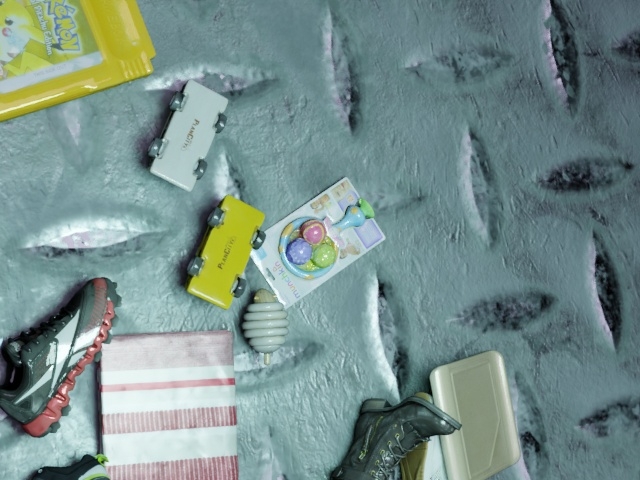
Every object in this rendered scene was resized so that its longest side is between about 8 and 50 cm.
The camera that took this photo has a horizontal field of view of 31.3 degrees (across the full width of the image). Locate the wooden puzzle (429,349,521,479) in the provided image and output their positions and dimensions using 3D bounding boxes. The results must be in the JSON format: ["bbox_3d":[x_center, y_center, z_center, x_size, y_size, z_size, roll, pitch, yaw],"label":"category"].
[{"bbox_3d":[0.279,0.324,2.083,0.238,0.044,0.221,-6,85,-53],"label":"wooden puzzle"}]

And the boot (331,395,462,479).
[{"bbox_3d":[0.111,0.384,1.936,0.091,0.263,0.229,39,63,-24],"label":"boot"}]

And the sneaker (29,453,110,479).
[{"bbox_3d":[-0.438,0.411,1.800,0.234,0.084,0.097,-22,49,-12],"label":"sneaker"}]

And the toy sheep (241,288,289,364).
[{"bbox_3d":[-0.094,0.148,1.960,0.091,0.091,0.132,-6,86,-23],"label":"toy sheep"}]

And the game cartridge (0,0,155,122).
[{"bbox_3d":[-0.461,-0.368,1.891,0.323,0.052,0.285,-22,92,-23],"label":"game cartridge"}]

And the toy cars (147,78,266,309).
[{"bbox_3d":[-0.203,-0.074,1.948,0.176,0.087,0.394,-16,86,-29],"label":"toy cars"}]

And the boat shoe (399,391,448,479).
[{"bbox_3d":[0.202,0.410,2.052,0.096,0.098,0.277,2,91,-24],"label":"boat shoe"}]

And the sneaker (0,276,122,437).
[{"bbox_3d":[-0.421,0.166,1.800,0.135,0.097,0.276,37,74,-30],"label":"sneaker"}]

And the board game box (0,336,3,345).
[{"bbox_3d":[-0.598,0.237,1.752,0.194,0.060,0.194,7,80,-22],"label":"board game box"}]

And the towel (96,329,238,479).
[{"bbox_3d":[-0.252,0.317,1.901,0.237,0.037,0.329,0,84,-23],"label":"towel"}]

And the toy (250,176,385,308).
[{"bbox_3d":[0.000,0.000,2.036,0.237,0.056,0.137,-35,96,-23],"label":"toy"}]
